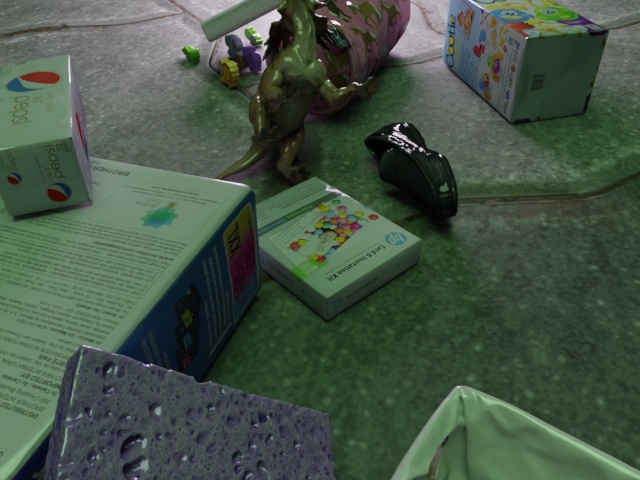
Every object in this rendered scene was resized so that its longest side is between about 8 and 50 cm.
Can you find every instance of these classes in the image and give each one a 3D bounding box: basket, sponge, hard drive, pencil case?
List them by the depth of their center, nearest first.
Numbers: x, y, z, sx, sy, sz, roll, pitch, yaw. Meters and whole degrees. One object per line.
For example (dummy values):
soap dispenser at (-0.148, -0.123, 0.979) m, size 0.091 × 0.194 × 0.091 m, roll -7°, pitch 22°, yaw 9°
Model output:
basket at (0.135, 0.196, 0.388) m, size 0.167 × 0.103 × 0.113 m, roll 23°, pitch 45°, yaw 29°
sponge at (-0.071, 0.153, 0.391) m, size 0.210 × 0.031 × 0.117 m, roll 26°, pitch 41°, yaw -33°
pencil case at (0.047, -0.372, 1.060) m, size 0.160 × 0.167 × 0.386 m, roll 26°, pitch 41°, yaw 6°
hard drive at (-0.070, -0.471, 1.122) m, size 0.307 × 0.040 × 0.203 m, roll -23°, pitch 23°, yaw 10°

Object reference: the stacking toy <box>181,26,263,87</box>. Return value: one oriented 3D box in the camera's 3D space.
stacking toy at (-0.156, -0.376, 1.171) m, size 0.167 × 0.052 × 0.221 m, roll -24°, pitch 43°, yaw -26°

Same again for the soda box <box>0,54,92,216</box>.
soda box at (-0.278, -0.114, 0.591) m, size 0.073 × 0.069 × 0.216 m, roll -13°, pitch 38°, yaw -14°

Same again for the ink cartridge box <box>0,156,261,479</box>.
ink cartridge box at (-0.254, 0.090, 0.499) m, size 0.270 × 0.151 × 0.395 m, roll 11°, pitch 38°, yaw 17°

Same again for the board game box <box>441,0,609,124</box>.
board game box at (0.338, -0.335, 1.026) m, size 0.142 × 0.144 × 0.275 m, roll -10°, pitch 40°, yaw -11°

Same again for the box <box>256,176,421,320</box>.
box at (0.000, 0.000, 0.697) m, size 0.145 × 0.038 × 0.186 m, roll -29°, pitch 47°, yaw -30°

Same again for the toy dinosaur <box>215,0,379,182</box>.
toy dinosaur at (-0.052, -0.210, 0.834) m, size 0.127 × 0.296 × 0.200 m, roll 16°, pitch 30°, yaw -37°

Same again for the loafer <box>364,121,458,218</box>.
loafer at (0.117, -0.092, 0.786) m, size 0.078 × 0.076 × 0.223 m, roll -13°, pitch 35°, yaw -6°
